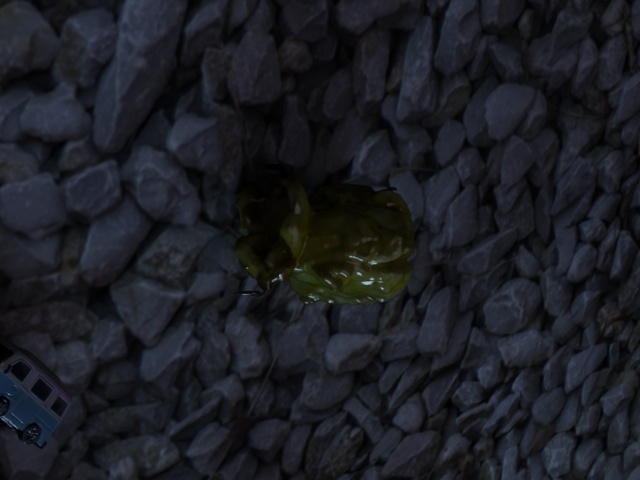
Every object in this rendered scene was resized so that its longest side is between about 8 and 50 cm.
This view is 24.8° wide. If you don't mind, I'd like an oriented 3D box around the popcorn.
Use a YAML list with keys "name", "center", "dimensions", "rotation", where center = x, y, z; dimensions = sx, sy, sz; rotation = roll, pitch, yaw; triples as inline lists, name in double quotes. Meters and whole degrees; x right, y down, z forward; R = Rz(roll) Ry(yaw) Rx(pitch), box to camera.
- name: "popcorn"
  center: [0.008, 0.004, 1.608]
  dimensions: [0.195, 0.168, 0.173]
  rotation: [22, 92, -46]

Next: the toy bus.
- name: "toy bus"
  center: [-0.310, 0.149, 1.471]
  dimensions: [0.075, 0.060, 0.123]
  rotation: [-52, 138, -16]
